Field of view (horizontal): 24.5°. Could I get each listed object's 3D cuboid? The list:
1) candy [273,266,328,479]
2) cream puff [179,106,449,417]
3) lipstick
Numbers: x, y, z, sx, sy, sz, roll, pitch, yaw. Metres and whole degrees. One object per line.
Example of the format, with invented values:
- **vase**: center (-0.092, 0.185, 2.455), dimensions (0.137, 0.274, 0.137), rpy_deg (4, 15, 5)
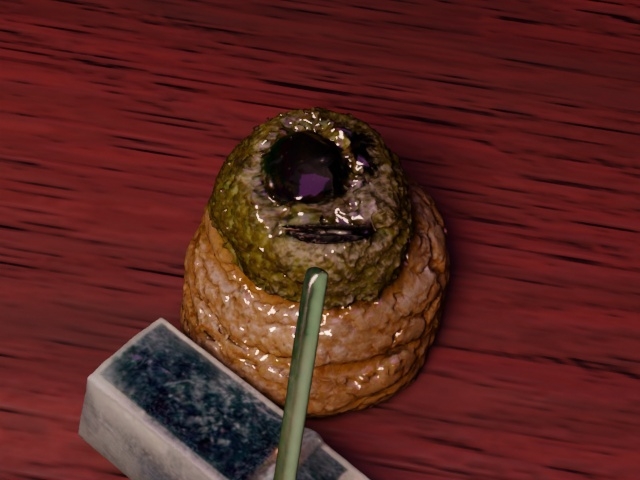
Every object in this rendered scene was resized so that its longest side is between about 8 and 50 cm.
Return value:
- **candy**: center (-0.018, 0.164, 0.775), dimensions (0.083, 0.305, 0.091), rpy_deg (0, 14, -35)
- **cream puff**: center (0.000, 0.000, 0.906), dimensions (0.183, 0.169, 0.183), rpy_deg (2, 59, -3)
- **lipstick**: center (-0.011, 0.165, 0.861), dimensions (0.290, 0.076, 0.077), rpy_deg (37, 50, 15)
